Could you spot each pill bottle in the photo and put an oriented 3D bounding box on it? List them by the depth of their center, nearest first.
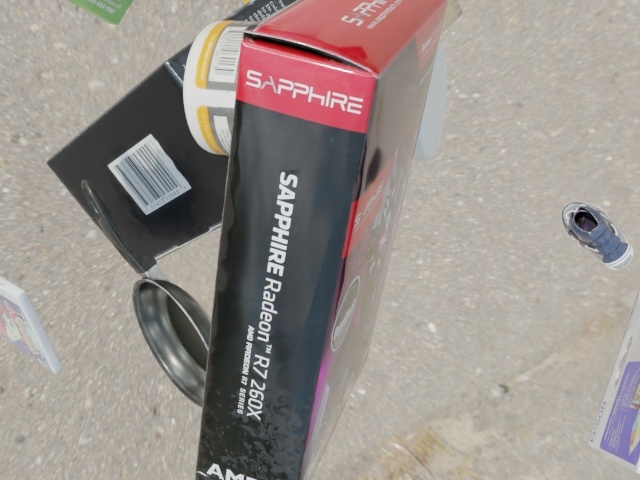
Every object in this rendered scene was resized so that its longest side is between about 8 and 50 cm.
[{"bbox_3d":[-0.003,-0.169,0.970,0.279,0.162,0.162,7,90,18],"label":"pill bottle"}]

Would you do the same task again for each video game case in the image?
[{"bbox_3d":[-0.578,0.143,1.577,0.023,0.184,0.201,-41,137,-33],"label":"video game case"}]

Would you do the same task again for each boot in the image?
[{"bbox_3d":[0.409,-0.032,1.293,0.069,0.190,0.086,-43,115,8],"label":"boot"}]

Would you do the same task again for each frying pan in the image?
[{"bbox_3d":[-0.222,0.082,1.126,0.053,0.197,0.326,-30,78,-31],"label":"frying pan"}]

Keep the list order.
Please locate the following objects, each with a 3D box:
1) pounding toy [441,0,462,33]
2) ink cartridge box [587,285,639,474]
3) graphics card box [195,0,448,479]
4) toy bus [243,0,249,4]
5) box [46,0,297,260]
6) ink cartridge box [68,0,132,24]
[{"bbox_3d":[0.107,-0.312,1.200,0.141,0.130,0.100,-46,139,-2],"label":"pounding toy"},{"bbox_3d":[0.337,0.126,0.832,0.045,0.208,0.206,20,85,7],"label":"ink cartridge box"},{"bbox_3d":[0.000,0.000,0.651,0.094,0.233,0.370,17,120,10],"label":"graphics card box"},{"bbox_3d":[-0.084,-0.501,1.901,0.130,0.332,0.108,-18,60,6],"label":"toy bus"},{"bbox_3d":[-0.197,-0.240,1.659,0.297,0.480,0.471,54,47,-12],"label":"box"},{"bbox_3d":[-0.195,-0.410,0.796,0.119,0.207,0.353,38,99,19],"label":"ink cartridge box"}]
